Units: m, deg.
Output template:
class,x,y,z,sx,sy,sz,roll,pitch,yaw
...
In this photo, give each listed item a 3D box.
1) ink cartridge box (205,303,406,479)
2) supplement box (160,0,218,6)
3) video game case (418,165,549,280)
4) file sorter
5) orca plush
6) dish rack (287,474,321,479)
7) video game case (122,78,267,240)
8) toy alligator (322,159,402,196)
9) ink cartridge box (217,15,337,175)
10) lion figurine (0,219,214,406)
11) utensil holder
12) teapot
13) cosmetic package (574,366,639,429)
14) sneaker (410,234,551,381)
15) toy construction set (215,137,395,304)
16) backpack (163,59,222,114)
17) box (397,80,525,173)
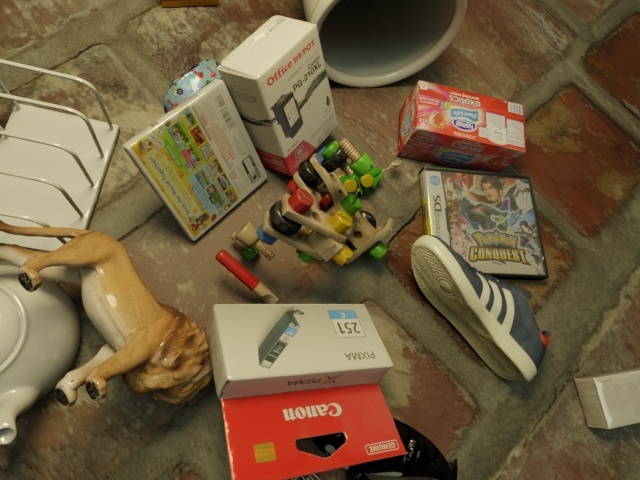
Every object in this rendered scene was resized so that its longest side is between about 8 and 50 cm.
class,x,y,z,sx,sy,sz,roll,pitch,yaw
ink cartridge box,-0.015,0.222,0.711,0.296,0.066,0.261,4,43,-29
supplement box,-0.306,-0.660,0.968,0.129,0.194,0.191,-10,74,-15
video game case,0.362,-0.039,0.992,0.275,0.035,0.248,3,71,-11
file sorter,-0.499,-0.141,0.765,0.193,0.173,0.277,11,69,-9
orca plush,0.126,0.375,0.765,0.287,0.102,0.151,35,68,1
dish rack,-0.085,0.498,0.698,0.271,0.074,0.208,-39,85,-23
video game case,-0.213,-0.141,0.817,0.026,0.227,0.206,28,63,37
toy alligator,0.096,-0.125,0.957,0.190,0.056,0.051,-18,117,-17
ink cartridge box,-0.070,-0.274,0.861,0.100,0.237,0.172,26,65,28
lion figurine,-0.316,0.096,0.681,0.392,0.142,0.240,63,29,-3
utensil holder,0.100,-0.597,0.974,0.328,0.327,0.385,-8,71,-15
teapot,-0.505,0.137,0.663,0.256,0.187,0.252,17,69,-5
cosmetic package,0.657,0.318,0.923,0.239,0.060,0.098,-4,75,-14
sneaker,0.324,0.107,0.884,0.148,0.131,0.350,-41,98,-22
toy construction set,0.000,0.000,0.821,0.309,0.257,0.237,-43,104,5
backpack,-0.221,-0.253,0.862,0.117,0.173,0.158,45,68,5
box,0.313,-0.249,1.004,0.257,0.122,0.128,9,70,-9
